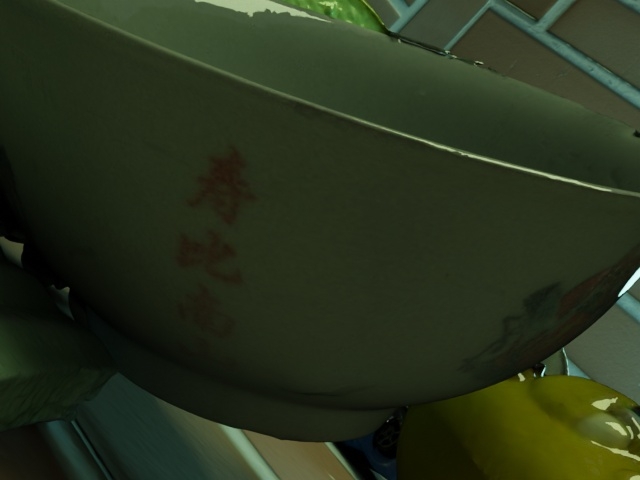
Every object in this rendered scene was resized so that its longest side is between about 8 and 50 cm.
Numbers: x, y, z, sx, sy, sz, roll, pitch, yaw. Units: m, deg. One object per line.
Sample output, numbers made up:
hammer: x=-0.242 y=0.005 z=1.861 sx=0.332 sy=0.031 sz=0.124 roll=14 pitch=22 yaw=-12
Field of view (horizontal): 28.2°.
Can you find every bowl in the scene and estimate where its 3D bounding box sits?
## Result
bowl: x=-0.012 y=-0.013 z=0.556 sx=0.346 sy=0.157 sz=0.345 roll=17 pitch=13 yaw=-4

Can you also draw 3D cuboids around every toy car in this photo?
toy car: x=0.049 y=0.148 z=1.000 sx=0.103 sy=0.063 sz=0.216 roll=41 pitch=9 yaw=-37

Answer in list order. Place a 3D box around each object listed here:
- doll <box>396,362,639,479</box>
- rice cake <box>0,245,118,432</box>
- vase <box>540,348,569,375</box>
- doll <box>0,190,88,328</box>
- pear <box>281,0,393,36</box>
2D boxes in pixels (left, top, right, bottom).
doll: x=0.172 y=0.227 z=0.543 sx=0.423 sy=0.161 sz=0.348 roll=50 pitch=5 yaw=-6
rice cake: x=-0.155 y=-0.002 z=0.422 sx=0.189 sy=0.037 sz=0.198 roll=45 pitch=2 yaw=17
vase: x=0.060 y=0.042 z=1.282 sx=0.250 sy=0.250 sz=0.445 roll=42 pitch=6 yaw=-43
doll: x=-0.132 y=-0.008 z=0.649 sx=0.219 sy=0.067 sz=0.091 roll=37 pitch=8 yaw=-22
pear: x=-0.122 y=-0.191 z=1.643 sx=0.238 sy=0.342 sz=0.318 roll=46 pitch=-25 yaw=-19
